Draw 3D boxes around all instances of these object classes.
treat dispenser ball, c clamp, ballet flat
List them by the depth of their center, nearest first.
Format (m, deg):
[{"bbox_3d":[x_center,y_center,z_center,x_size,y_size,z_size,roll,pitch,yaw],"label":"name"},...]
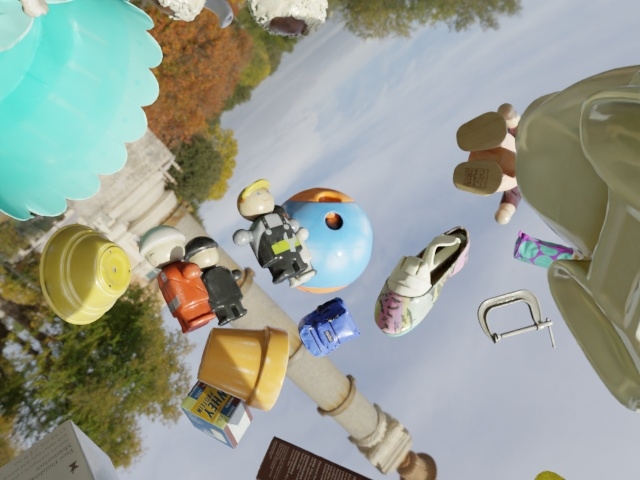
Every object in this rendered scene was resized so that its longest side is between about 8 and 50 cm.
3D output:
[{"bbox_3d":[0.149,0.042,0.603,0.076,0.079,0.221,27,-134,33],"label":"ballet flat"},{"bbox_3d":[0.421,0.178,0.906,0.160,0.137,0.022,-9,180,-2],"label":"c clamp"},{"bbox_3d":[0.000,0.000,1.149,0.288,0.288,0.288,-33,-155,17],"label":"treat dispenser ball"}]

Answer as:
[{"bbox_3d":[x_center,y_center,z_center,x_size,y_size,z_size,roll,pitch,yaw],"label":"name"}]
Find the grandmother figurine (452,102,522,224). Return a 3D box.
[{"bbox_3d":[0.343,-0.133,0.755,0.104,0.208,0.342,20,-160,36],"label":"grandmother figurine"}]

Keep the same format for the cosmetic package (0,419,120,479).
[{"bbox_3d":[-0.430,0.444,0.705,0.151,0.152,0.183,-36,-139,-28],"label":"cosmetic package"}]

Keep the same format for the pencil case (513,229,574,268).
[{"bbox_3d":[0.499,0.030,0.907,0.151,0.070,0.064,17,-131,24],"label":"pencil case"}]

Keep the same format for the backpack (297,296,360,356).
[{"bbox_3d":[0.012,0.188,0.901,0.120,0.098,0.101,-27,180,-5],"label":"backpack"}]

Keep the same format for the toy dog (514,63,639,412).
[{"bbox_3d":[0.437,-0.057,0.405,0.407,0.285,0.395,-11,-151,4],"label":"toy dog"}]

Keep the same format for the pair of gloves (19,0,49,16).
[{"bbox_3d":[-0.178,-0.223,0.151,0.042,0.204,0.240,-25,-121,-22],"label":"pair of gloves"}]

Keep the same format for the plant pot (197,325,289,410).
[{"bbox_3d":[-0.199,0.303,1.056,0.205,0.187,0.205,-163,-90,-76],"label":"plant pot"}]

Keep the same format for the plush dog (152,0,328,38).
[{"bbox_3d":[-0.086,-0.399,0.579,0.262,0.211,0.225,15,-157,13],"label":"plush dog"}]

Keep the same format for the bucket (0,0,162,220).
[{"bbox_3d":[-0.336,-0.181,0.467,0.281,0.183,0.281,-59,180,1],"label":"bucket"}]

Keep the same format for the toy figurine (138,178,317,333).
[{"bbox_3d":[-0.121,0.021,0.604,0.209,0.148,0.213,-29,170,4],"label":"toy figurine"}]

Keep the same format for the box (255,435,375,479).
[{"bbox_3d":[0.020,0.730,1.251,0.381,0.191,0.143,10,-120,31],"label":"box"}]

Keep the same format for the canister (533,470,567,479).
[{"bbox_3d":[0.472,0.516,0.785,0.073,0.170,0.126,-47,-142,-11],"label":"canister"}]

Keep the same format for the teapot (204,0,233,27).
[{"bbox_3d":[-0.197,-0.539,0.696,0.256,0.186,0.253,110,-17,-44],"label":"teapot"}]

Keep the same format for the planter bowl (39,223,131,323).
[{"bbox_3d":[-0.474,0.066,0.903,0.090,0.217,0.217,-8,-148,11],"label":"planter bowl"}]

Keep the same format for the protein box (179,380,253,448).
[{"bbox_3d":[-0.390,0.653,1.601,0.199,0.201,0.136,18,-131,21],"label":"protein box"}]
